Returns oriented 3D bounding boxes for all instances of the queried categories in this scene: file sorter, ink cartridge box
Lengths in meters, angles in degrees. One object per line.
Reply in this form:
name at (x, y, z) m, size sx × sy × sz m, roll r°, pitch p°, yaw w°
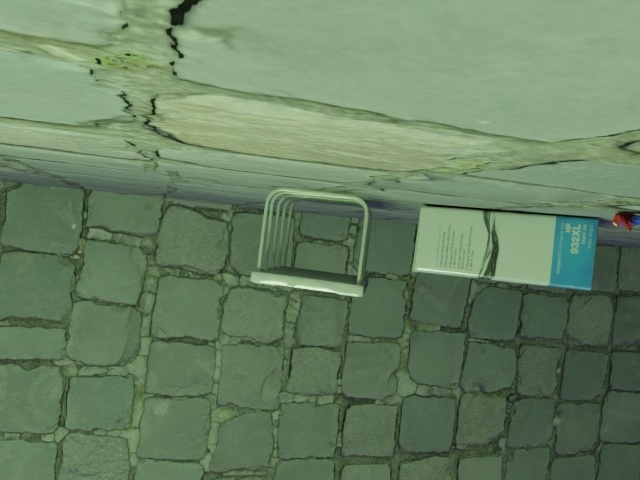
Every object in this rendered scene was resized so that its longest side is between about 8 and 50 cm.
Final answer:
file sorter at (0.000, 0.000, 1.110) m, size 0.193 × 0.173 × 0.277 m, roll 7°, pitch -179°, yaw 6°
ink cartridge box at (0.350, 0.012, 1.131) m, size 0.307 × 0.129 × 0.223 m, roll 6°, pitch -179°, yaw 17°

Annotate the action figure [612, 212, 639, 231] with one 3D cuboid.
action figure at (0.438, -0.026, 0.802) m, size 0.038 × 0.030 × 0.115 m, roll 0°, pitch -177°, yaw -5°
